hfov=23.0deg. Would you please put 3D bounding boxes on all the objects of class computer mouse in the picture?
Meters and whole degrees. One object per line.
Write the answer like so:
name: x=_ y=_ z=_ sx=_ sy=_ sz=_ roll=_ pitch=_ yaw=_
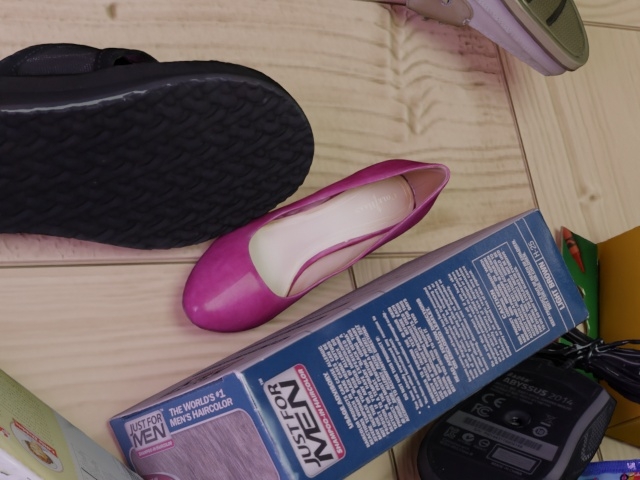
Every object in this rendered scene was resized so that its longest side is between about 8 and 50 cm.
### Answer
computer mouse: x=0.184 y=0.166 z=1.329 sx=0.272 sy=0.188 sz=0.072 roll=-37 pitch=138 yaw=-41

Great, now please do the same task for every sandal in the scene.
sandal: x=-0.193 y=-0.082 z=1.116 sx=0.446 sy=0.167 sz=0.107 roll=-1 pitch=46 yaw=-38

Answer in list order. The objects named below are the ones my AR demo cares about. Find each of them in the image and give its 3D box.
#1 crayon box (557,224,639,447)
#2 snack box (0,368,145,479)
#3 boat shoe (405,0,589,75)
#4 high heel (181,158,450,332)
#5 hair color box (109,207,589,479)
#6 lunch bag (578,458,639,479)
crayon box: x=0.368 y=0.114 z=1.523 sx=0.318 sy=0.081 sz=0.202 roll=21 pitch=60 yaw=-30
snack box: x=-0.213 y=0.125 z=0.975 sx=0.322 sy=0.187 sz=0.060 roll=42 pitch=90 yaw=-21
boat shoe: x=0.125 y=-0.259 z=1.471 sx=0.302 sy=0.103 sz=0.113 roll=44 pitch=37 yaw=-14
high heel: x=0.000 y=0.000 z=1.251 sx=0.244 sy=0.117 sz=0.082 roll=-23 pitch=87 yaw=-42
hair color box: x=0.031 y=0.097 z=1.197 sx=0.347 sy=0.174 sz=0.105 roll=-25 pitch=90 yaw=-42
lunch bag: x=0.356 y=0.314 z=1.406 sx=0.293 sy=0.138 sz=0.221 roll=14 pitch=72 yaw=-48
